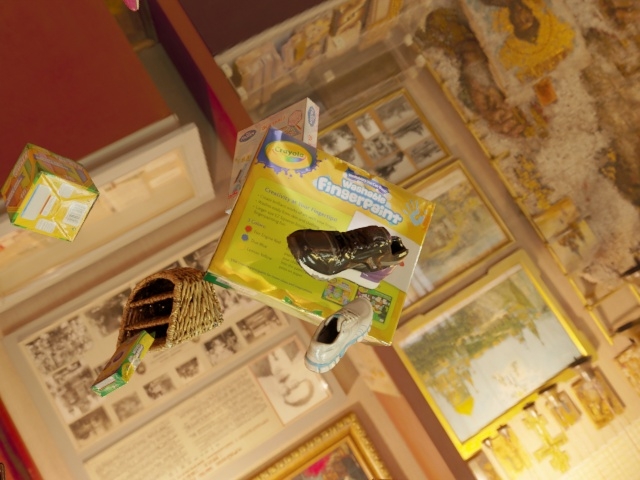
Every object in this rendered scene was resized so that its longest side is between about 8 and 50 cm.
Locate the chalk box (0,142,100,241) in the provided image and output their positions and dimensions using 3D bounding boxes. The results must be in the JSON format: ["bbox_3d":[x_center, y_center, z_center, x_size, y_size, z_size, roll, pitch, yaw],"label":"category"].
[{"bbox_3d":[-0.594,-0.115,1.201,0.132,0.213,0.132,23,102,-45],"label":"chalk box"}]

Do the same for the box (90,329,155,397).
[{"bbox_3d":[-0.484,0.296,1.374,0.105,0.043,0.179,-31,-161,25],"label":"box"}]

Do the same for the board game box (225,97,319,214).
[{"bbox_3d":[-0.153,-0.256,1.752,0.319,0.317,0.066,-16,148,36],"label":"board game box"}]

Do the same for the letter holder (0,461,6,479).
[{"bbox_3d":[-0.681,0.590,0.991,0.152,0.214,0.301,10,123,-43],"label":"letter holder"}]

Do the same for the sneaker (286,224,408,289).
[{"bbox_3d":[0.059,0.006,1.025,0.124,0.107,0.283,-41,149,24],"label":"sneaker"}]

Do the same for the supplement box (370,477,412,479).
[{"bbox_3d":[0.202,0.585,1.235,0.234,0.080,0.078,15,129,-28],"label":"supplement box"}]

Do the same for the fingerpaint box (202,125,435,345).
[{"bbox_3d":[0.000,0.000,1.318,0.163,0.445,0.370,148,-36,-71],"label":"fingerpaint box"}]

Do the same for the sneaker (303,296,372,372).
[{"bbox_3d":[0.041,0.157,1.020,0.191,0.072,0.082,-44,148,-41],"label":"sneaker"}]

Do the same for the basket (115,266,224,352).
[{"bbox_3d":[-0.481,0.204,1.662,0.299,0.213,0.223,-14,-175,41],"label":"basket"}]

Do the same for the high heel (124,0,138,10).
[{"bbox_3d":[-0.431,-0.547,1.043,0.117,0.082,0.244,-18,139,-7],"label":"high heel"}]
